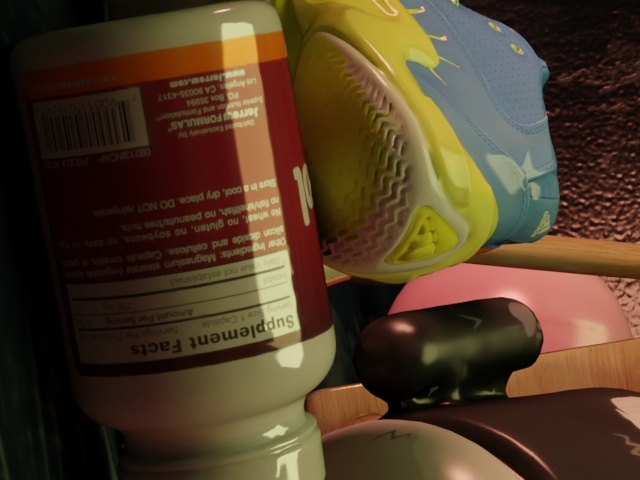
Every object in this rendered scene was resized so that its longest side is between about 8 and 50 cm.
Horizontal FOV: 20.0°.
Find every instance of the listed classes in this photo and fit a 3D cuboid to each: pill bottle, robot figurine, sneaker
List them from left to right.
[{"bbox_3d":[-0.042,0.006,0.563,0.086,0.086,0.152,-54,135,-80],"label":"pill bottle"},{"bbox_3d":[0.005,-0.074,0.671,0.126,0.091,0.240,7,43,-42],"label":"sneaker"},{"bbox_3d":[0.080,0.149,0.746,0.278,0.173,0.209,-1,39,-49],"label":"robot figurine"}]

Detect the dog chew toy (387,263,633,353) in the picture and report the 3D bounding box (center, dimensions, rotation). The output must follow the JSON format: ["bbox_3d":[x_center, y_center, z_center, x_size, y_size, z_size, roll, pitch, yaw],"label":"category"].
[{"bbox_3d":[0.145,0.173,1.419,0.206,0.206,0.332,65,25,-65],"label":"dog chew toy"}]

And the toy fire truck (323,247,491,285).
[{"bbox_3d":[0.000,0.000,0.697,0.135,0.192,0.047,-167,-114,-67],"label":"toy fire truck"}]

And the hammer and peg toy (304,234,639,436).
[{"bbox_3d":[0.128,0.137,1.035,0.127,0.266,0.361,161,-79,-78],"label":"hammer and peg toy"}]

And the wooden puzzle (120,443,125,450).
[{"bbox_3d":[-0.060,0.086,0.639,0.049,0.006,0.083,28,53,-81],"label":"wooden puzzle"}]
